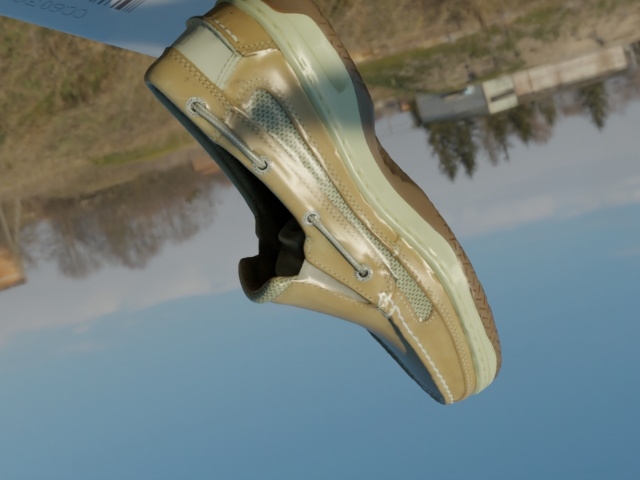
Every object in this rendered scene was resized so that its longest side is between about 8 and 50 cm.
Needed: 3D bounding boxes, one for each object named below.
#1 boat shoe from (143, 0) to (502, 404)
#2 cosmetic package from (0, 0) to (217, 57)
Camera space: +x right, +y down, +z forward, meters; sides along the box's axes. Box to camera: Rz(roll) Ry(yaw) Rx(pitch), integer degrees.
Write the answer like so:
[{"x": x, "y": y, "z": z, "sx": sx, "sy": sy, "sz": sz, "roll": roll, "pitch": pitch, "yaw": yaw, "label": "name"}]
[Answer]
[{"x": 0.000, "y": 0.000, "z": 0.369, "sx": 0.072, "sy": 0.190, "sz": 0.068, "roll": -42, "pitch": -157, "yaw": -19, "label": "boat shoe"}, {"x": -0.123, "y": -0.303, "z": 0.465, "sx": 0.156, "sy": 0.385, "sz": 0.217, "roll": -21, "pitch": 163, "yaw": 41, "label": "cosmetic package"}]
